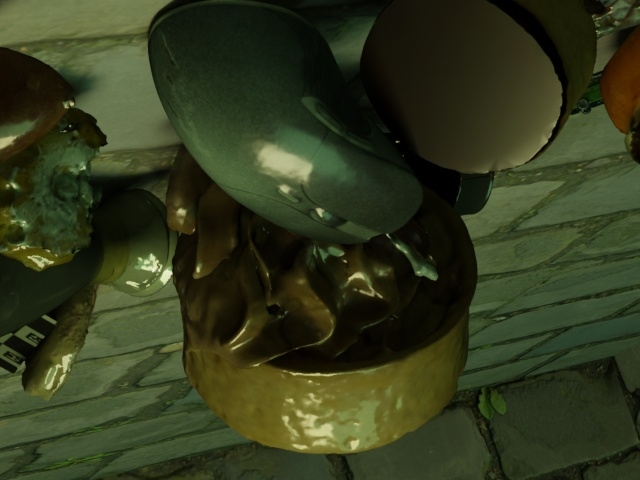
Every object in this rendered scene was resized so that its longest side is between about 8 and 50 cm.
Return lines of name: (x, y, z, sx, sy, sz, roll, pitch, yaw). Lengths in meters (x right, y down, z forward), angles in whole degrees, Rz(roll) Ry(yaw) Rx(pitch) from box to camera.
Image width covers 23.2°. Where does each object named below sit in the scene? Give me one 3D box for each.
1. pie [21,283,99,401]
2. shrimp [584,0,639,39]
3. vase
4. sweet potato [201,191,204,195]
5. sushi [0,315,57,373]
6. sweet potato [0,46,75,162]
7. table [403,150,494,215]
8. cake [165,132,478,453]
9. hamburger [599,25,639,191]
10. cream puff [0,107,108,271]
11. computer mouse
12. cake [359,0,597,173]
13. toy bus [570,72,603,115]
pie: (-0.287, 0.081, 1.783, 0.052, 0.185, 0.218, 26, -174, -12)
shrimp: (0.308, -0.255, 1.449, 0.317, 0.062, 0.164, -26, 159, 16)
vase: (-0.292, 0.015, 1.558, 0.173, 0.173, 0.321, -27, 168, 33)
sweet potato: (-0.053, -0.049, 1.791, 0.218, 0.051, 0.065, -11, 162, -22)
sushi: (-0.387, 0.054, 1.709, 0.192, 0.050, 0.215, 30, 151, -11)
sweet potato: (-0.361, -0.088, 1.202, 0.385, 0.109, 0.109, -10, 169, 20)
table: (0.138, -0.091, 1.697, 0.043, 0.133, 0.133, -10, 164, -22)
cake: (0.004, 0.005, 1.582, 0.332, 0.332, 0.321, -14, 135, -13)
hamburger: (0.477, -0.135, 1.663, 0.330, 0.250, 0.330, -19, 160, -7)
cream puff: (-0.261, -0.051, 1.390, 0.121, 0.156, 0.156, 2, 158, -29)
computer mouse: (-0.012, -0.063, 1.365, 0.167, 0.090, 0.379, -21, 129, 37)
cake: (0.151, -0.177, 1.355, 0.178, 0.185, 0.207, -57, 170, -39)
toy bus: (0.323, -0.173, 1.805, 0.083, 0.037, 0.031, -20, 166, 12)
